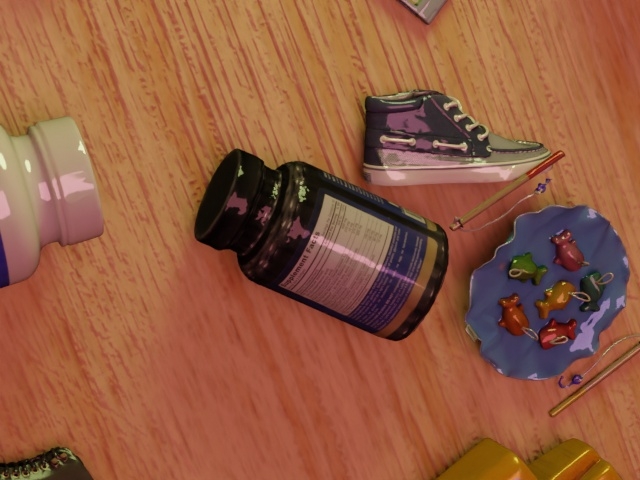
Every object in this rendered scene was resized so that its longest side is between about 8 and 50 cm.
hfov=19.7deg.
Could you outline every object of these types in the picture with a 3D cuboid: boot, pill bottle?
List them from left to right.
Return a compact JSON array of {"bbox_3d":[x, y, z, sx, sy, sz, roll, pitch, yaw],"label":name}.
[{"bbox_3d":[-0.333,-0.021,1.602,0.272,0.152,0.152,-16,100,-14],"label":"pill bottle"},{"bbox_3d":[-0.293,0.208,1.687,0.137,0.077,0.198,-39,118,-13],"label":"boot"},{"bbox_3d":[0.000,0.000,1.714,0.219,0.123,0.123,24,89,-17],"label":"pill bottle"},{"bbox_3d":[0.134,-0.102,1.767,0.190,0.069,0.086,-4,103,-15],"label":"boot"}]

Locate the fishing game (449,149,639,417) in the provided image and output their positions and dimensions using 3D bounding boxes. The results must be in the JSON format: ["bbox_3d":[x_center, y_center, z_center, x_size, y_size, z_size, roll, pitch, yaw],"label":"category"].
[{"bbox_3d":[0.226,0.054,1.799,0.189,0.041,0.264,-32,120,-12],"label":"fishing game"}]

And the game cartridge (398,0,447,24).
[{"bbox_3d":[0.089,-0.253,1.767,0.083,0.017,0.056,37,82,-17],"label":"game cartridge"}]

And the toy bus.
[{"bbox_3d":[0.137,0.307,1.797,0.332,0.108,0.130,-39,103,-8],"label":"toy bus"}]
